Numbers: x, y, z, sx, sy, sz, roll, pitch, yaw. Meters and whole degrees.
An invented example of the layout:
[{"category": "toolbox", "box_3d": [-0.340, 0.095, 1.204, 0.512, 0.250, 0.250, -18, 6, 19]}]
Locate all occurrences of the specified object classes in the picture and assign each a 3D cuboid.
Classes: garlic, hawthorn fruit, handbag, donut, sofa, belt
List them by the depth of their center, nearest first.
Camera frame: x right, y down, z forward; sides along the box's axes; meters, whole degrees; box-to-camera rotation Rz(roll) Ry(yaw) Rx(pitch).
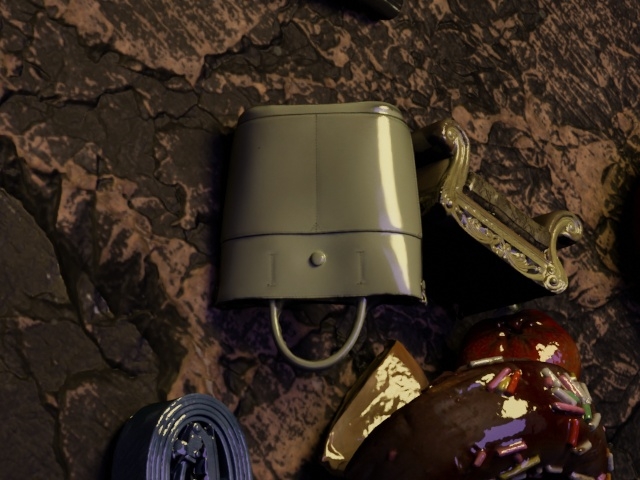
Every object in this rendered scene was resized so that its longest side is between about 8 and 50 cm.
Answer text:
[{"category": "belt", "box_3d": [-0.145, 0.259, 1.514, 0.141, 0.082, 0.190, 9, 71, -40]}, {"category": "handbag", "box_3d": [0.000, 0.000, 1.653, 0.109, 0.241, 0.315, 64, 25, -73]}, {"category": "donut", "box_3d": [0.212, 0.261, 1.656, 0.345, 0.259, 0.136, 40, 14, -49]}, {"category": "garlic", "box_3d": [0.071, 0.216, 1.708, 0.101, 0.087, 0.195, 40, 57, -7]}, {"category": "sofa", "box_3d": [0.180, -0.041, 1.794, 0.258, 0.200, 0.182, 34, 60, -25]}, {"category": "hawthorn fruit", "box_3d": [0.244, 0.185, 1.816, 0.157, 0.157, 0.194, -34, 136, -40]}]

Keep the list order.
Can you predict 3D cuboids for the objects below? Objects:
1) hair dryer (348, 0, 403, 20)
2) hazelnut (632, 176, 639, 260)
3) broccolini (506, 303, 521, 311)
[{"category": "hair dryer", "box_3d": [-0.006, -0.469, 1.852, 0.304, 0.120, 0.359, 22, 55, -42]}, {"category": "hazelnut", "box_3d": [0.624, -0.016, 2.088, 0.366, 0.366, 0.366, 13, 69, -36]}, {"category": "broccolini", "box_3d": [0.269, 0.065, 1.908, 0.194, 0.054, 0.052, -53, 156, -61]}]
